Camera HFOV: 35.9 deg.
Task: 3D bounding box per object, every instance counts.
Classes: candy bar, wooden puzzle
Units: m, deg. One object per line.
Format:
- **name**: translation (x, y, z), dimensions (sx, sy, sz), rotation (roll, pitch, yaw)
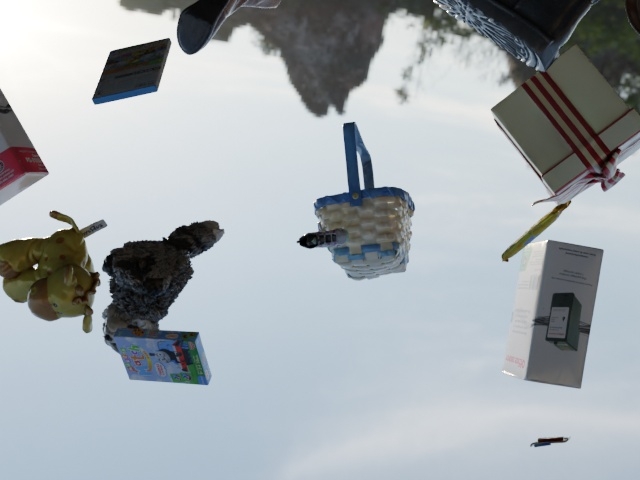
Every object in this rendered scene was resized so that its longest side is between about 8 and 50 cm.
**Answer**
- **candy bar**: translation (0.350, -0.015, 1.616), dimensions (0.018, 0.161, 0.040), rotation (44, -137, 3)
- **wooden puzzle**: translation (0.436, 0.379, 1.872), dimensions (0.079, 0.014, 0.116), rotation (-10, 170, 10)

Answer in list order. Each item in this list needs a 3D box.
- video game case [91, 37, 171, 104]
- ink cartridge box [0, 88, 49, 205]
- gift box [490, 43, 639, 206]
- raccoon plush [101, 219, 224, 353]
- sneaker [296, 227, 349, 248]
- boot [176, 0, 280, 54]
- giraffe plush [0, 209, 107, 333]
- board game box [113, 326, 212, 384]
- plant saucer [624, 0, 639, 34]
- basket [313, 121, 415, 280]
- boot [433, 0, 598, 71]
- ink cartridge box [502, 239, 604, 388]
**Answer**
- **video game case**: translation (-0.332, -0.301, 1.751), dimensions (0.119, 0.015, 0.166), rotation (-10, -140, 11)
- **ink cartridge box**: translation (-0.624, -0.177, 1.752), dimensions (0.172, 0.237, 0.100), rotation (-30, 177, 11)
- **gift box**: translation (0.515, -0.208, 2.075), dimensions (0.258, 0.276, 0.255), rotation (54, -166, 14)
- **raccoon plush**: translation (-0.431, 0.157, 2.786), dimensions (0.447, 0.299, 0.216), rotation (-20, -139, -37)
- **sneaker**: translation (0.000, 0.000, 1.872), dimensions (0.098, 0.038, 0.069), rotation (-11, 179, 34)
- **boot**: translation (-0.199, -0.566, 2.355), dimensions (0.096, 0.264, 0.280), rotation (39, -147, 17)
- **giraffe plush**: translation (-0.437, 0.073, 1.671), dimensions (0.181, 0.210, 0.170), rotation (42, -166, -40)
- **board game box**: translation (-0.386, 0.285, 2.429), dimensions (0.212, 0.160, 0.039), rotation (2, -139, 14)
- **plant saucer**: translation (0.561, -0.378, 1.534), dimensions (0.168, 0.168, 0.029), rotation (22, -177, 30)
- **basket**: translation (0.089, -0.076, 2.037), dimensions (0.201, 0.288, 0.255), rotation (-4, 164, 13)
- **boot**: translation (0.385, -0.563, 1.692), dimensions (0.367, 0.445, 0.146), rotation (40, -179, 10)
- **ink cartridge box**: translation (0.481, 0.152, 2.065), dimensions (0.122, 0.289, 0.211), rotation (10, 178, -2)
